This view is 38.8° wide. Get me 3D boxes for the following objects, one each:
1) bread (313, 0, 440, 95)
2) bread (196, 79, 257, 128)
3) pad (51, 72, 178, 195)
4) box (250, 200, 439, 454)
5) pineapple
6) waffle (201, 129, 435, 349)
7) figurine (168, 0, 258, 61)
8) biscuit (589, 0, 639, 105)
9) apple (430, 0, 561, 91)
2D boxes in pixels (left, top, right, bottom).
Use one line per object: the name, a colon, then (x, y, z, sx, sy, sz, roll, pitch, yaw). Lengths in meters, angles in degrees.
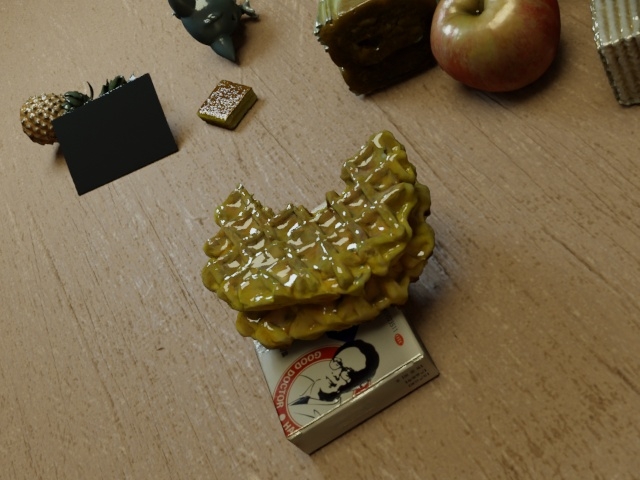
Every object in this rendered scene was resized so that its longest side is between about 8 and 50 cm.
bread: (0.105, -0.358, 1.525, 0.210, 0.192, 0.110, -24, 48, 15)
bread: (-0.181, -0.262, 1.753, 0.094, 0.035, 0.090, 21, 70, 42)
pad: (-0.413, -0.208, 1.811, 0.245, 0.006, 0.170, -22, 87, 18)
box: (0.004, 0.109, 1.310, 0.214, 0.069, 0.353, -33, 46, 7)
pineapple: (-0.494, -0.278, 1.900, 0.277, 0.119, 0.130, -6, 71, 23)
waffle: (0.000, 0.000, 1.251, 0.324, 0.151, 0.261, -22, 51, 22)
figurine: (-0.245, -0.494, 1.894, 0.140, 0.193, 0.265, -45, 32, -4)
biscuit: (0.448, -0.401, 1.368, 0.078, 0.144, 0.426, -14, 48, 26)
apple: (0.272, -0.326, 1.412, 0.209, 0.164, 0.209, -22, 52, 31)
